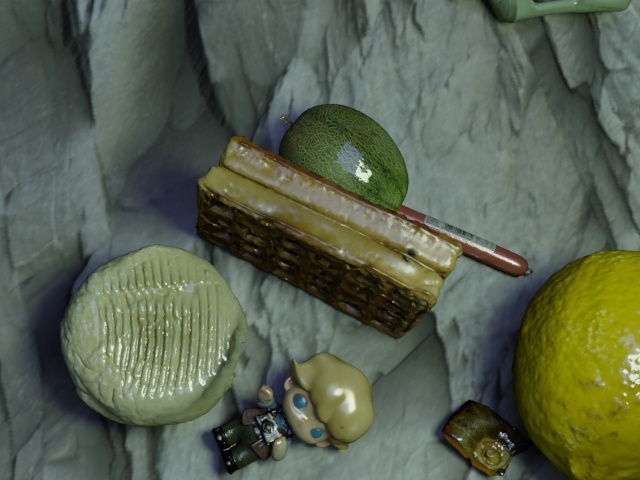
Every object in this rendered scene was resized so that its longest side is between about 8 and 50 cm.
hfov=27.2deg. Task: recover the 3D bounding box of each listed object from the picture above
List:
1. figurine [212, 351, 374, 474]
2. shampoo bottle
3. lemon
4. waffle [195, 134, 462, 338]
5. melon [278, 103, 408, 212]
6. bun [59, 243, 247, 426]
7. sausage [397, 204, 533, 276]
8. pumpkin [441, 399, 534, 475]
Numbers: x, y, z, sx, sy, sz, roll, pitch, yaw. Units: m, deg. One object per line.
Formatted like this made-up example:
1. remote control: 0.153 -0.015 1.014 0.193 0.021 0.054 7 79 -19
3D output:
1. figurine: -0.032 0.209 1.585 0.196 0.108 0.114 -20 72 -8
2. shampoo bottle: 0.301 -0.360 1.823 0.234 0.087 0.118 -8 72 -10
3. lemon: 0.352 0.153 1.572 0.253 0.253 0.310 21 71 0
4. waffle: -0.001 0.001 1.597 0.308 0.213 0.091 28 72 1
5. melon: 0.024 -0.099 1.673 0.192 0.139 0.139 38 71 9
6. bun: -0.196 0.122 1.573 0.220 0.134 0.220 0 75 -1
7. sausage: 0.173 -0.003 1.717 0.223 0.029 0.029 23 70 1
8. pumpkin: 0.204 0.246 1.639 0.101 0.035 0.073 39 60 10
